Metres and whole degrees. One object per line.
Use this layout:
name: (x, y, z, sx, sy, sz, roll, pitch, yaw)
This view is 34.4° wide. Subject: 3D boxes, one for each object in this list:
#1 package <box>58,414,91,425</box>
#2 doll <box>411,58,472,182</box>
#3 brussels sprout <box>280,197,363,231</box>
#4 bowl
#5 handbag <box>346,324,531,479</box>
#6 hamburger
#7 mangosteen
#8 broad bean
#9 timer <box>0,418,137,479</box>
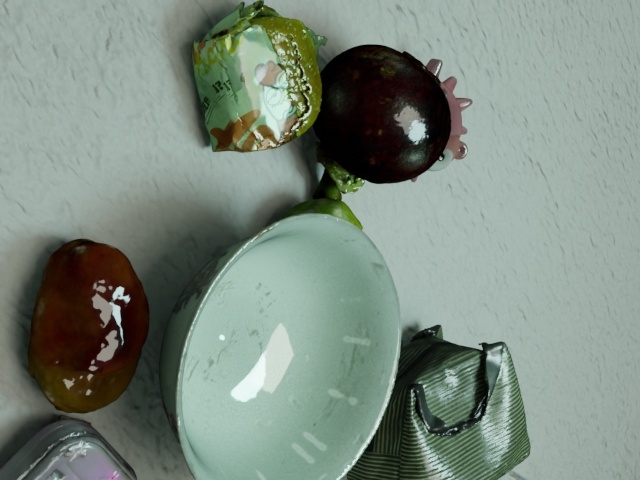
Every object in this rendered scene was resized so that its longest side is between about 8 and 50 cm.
package: (-0.346, 0.278, 1.389, 0.059, 0.029, 0.083, 34, 78, -49)
doll: (0.160, -0.211, 1.777, 0.262, 0.093, 0.211, 40, 80, -30)
brussels sprout: (-0.002, -0.004, 1.632, 0.155, 0.117, 0.155, -33, 150, -22)
bowl: (-0.095, 0.163, 1.507, 0.435, 0.196, 0.435, -11, 106, -44)
handbag: (0.198, 0.305, 1.815, 0.340, 0.247, 0.240, -23, 113, -36)
hamburger: (-0.071, -0.243, 1.502, 0.235, 0.125, 0.214, -17, 121, -29)
mangosteen: (0.072, -0.162, 1.611, 0.231, 0.231, 0.289, 12, 119, -47)
broad bean: (-0.300, 0.113, 1.336, 0.156, 0.122, 0.228, 4, 91, -52)
timer: (-0.339, 0.345, 1.357, 0.191, 0.069, 0.208, -48, 139, -18)
